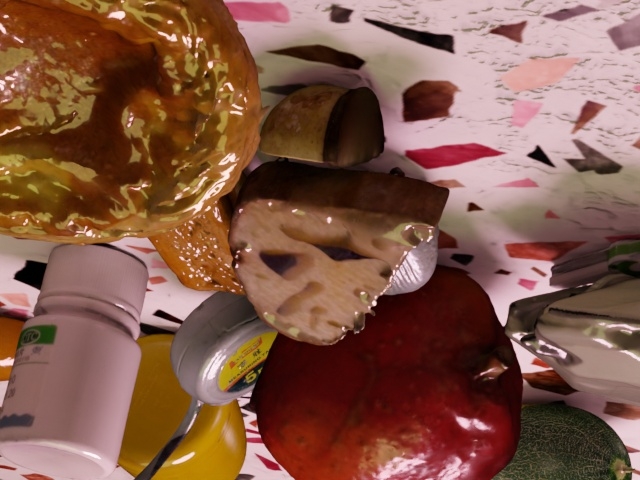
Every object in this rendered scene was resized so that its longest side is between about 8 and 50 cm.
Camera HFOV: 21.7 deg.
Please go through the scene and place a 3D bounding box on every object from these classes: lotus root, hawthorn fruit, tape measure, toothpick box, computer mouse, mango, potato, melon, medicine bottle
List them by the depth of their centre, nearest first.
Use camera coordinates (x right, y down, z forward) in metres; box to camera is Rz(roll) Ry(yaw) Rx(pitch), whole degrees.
[{"bbox_3d":[-0.007,-0.102,1.426,0.103,0.066,0.096,7,-170,25],"label":"potato"},{"bbox_3d":[0.000,0.000,1.501,0.170,0.074,0.260,29,147,2],"label":"lotus root"},{"bbox_3d":[0.386,0.101,1.644,0.429,0.145,0.228,16,172,-22],"label":"computer mouse"},{"bbox_3d":[0.092,0.147,1.724,0.265,0.265,0.307,23,146,-30],"label":"hawthorn fruit"},{"bbox_3d":[-0.267,0.131,1.829,0.139,0.236,0.139,7,156,3],"label":"medicine bottle"},{"bbox_3d":[-0.158,0.165,1.840,0.084,0.330,0.164,45,169,35],"label":"tape measure"},{"bbox_3d":[0.269,0.292,2.079,0.288,0.182,0.182,-10,150,39],"label":"melon"},{"bbox_3d":[-0.399,0.137,2.081,0.184,0.084,0.102,12,157,-21],"label":"mango"},{"bbox_3d":[-0.182,0.237,2.126,0.175,0.175,0.271,5,159,9],"label":"toothpick box"}]

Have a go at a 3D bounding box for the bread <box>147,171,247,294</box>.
[{"bbox_3d":[-0.124,-0.032,1.612,0.139,0.077,0.271,4,155,20],"label":"bread"}]

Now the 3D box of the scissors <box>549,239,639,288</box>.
[{"bbox_3d":[0.304,0.016,1.634,0.101,0.027,0.204,29,148,-36],"label":"scissors"}]

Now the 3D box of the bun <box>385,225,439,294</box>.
[{"bbox_3d":[0.050,-0.012,1.593,0.141,0.083,0.141,15,147,10],"label":"bun"}]

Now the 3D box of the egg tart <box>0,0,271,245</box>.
[{"bbox_3d":[-0.215,-0.133,1.294,0.352,0.150,0.352,1,139,1],"label":"egg tart"}]
